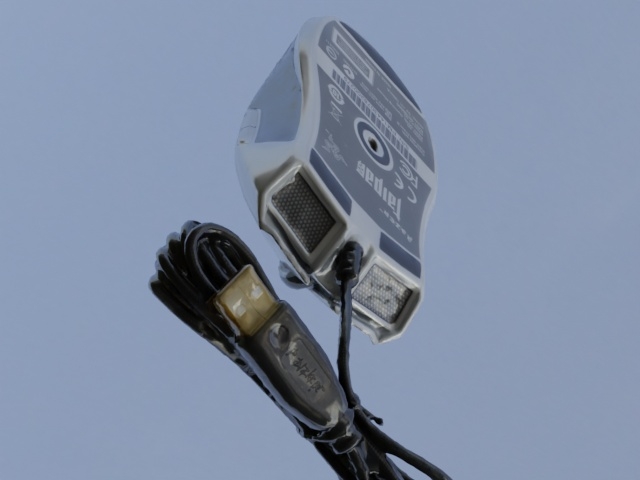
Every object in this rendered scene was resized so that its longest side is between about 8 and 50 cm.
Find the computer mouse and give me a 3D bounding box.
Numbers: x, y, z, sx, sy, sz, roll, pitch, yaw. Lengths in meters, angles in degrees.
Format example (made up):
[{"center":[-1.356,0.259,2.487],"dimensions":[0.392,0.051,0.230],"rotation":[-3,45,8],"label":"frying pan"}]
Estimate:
[{"center":[0.000,0.000,0.538],"dimensions":[0.042,0.106,0.193],"rotation":[-35,-158,24],"label":"computer mouse"}]
